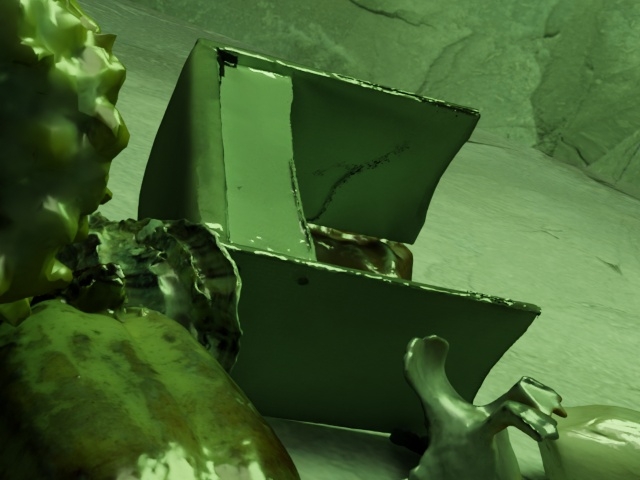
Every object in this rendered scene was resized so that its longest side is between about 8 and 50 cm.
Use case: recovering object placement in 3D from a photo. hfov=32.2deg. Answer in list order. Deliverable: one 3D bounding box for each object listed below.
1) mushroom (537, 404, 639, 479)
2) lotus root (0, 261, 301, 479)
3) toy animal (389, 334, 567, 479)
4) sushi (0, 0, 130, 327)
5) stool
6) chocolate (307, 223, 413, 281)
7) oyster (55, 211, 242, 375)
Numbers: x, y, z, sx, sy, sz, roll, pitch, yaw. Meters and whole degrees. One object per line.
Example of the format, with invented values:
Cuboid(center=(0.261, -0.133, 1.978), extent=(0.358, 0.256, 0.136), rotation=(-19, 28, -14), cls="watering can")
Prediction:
Cuboid(center=(0.261, 0.190, 0.860), extent=(0.212, 0.097, 0.088), rotation=(24, 61, 1), cls="mushroom")
Cuboid(center=(-0.101, 0.126, 0.561), extent=(0.173, 0.173, 0.309), rotation=(8, 16, -30), cls="lotus root")
Cuboid(center=(0.102, 0.165, 0.703), extent=(0.197, 0.160, 0.272), rotation=(27, 26, 19), cls="toy animal")
Cuboid(center=(-0.284, -0.036, 0.464), extent=(0.351, 0.396, 0.240), rotation=(51, -9, -25), cls="sushi")
Cuboid(center=(0.000, 0.000, 0.887), extent=(0.270, 0.170, 0.243), rotation=(11, 42, -18), cls="stool")
Cuboid(center=(-0.002, 0.018, 1.095), extent=(0.214, 0.093, 0.148), rotation=(21, 19, 5), cls="chocolate")
Cuboid(center=(-0.156, 0.037, 0.764), extent=(0.252, 0.199, 0.087), rotation=(40, 33, 23), cls="oyster")
